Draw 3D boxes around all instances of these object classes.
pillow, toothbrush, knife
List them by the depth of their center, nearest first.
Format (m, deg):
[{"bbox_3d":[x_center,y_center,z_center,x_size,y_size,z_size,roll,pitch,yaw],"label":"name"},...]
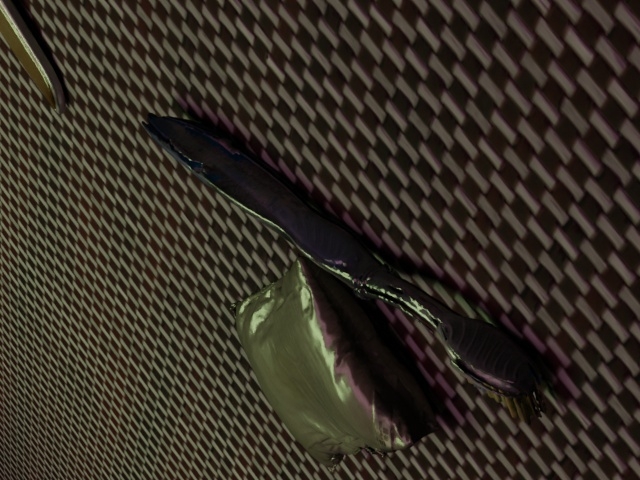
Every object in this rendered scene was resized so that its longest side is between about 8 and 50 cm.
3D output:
[{"bbox_3d":[0.000,0.000,1.258,0.413,0.035,0.042,37,155,43],"label":"toothbrush"},{"bbox_3d":[-0.001,0.090,1.384,0.148,0.050,0.229,63,160,3],"label":"pillow"},{"bbox_3d":[-0.266,-0.209,1.576,0.046,0.022,0.256,1,127,58],"label":"knife"}]
